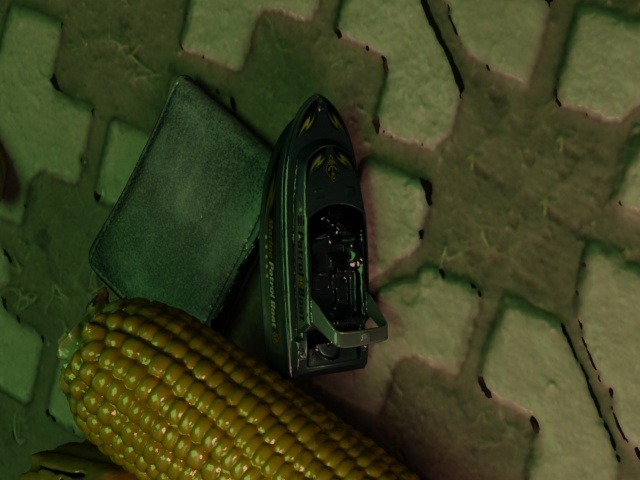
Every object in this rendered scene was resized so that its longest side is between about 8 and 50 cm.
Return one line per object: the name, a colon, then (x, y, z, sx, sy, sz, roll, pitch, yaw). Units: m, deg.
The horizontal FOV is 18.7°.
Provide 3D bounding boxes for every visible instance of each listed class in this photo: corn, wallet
corn: (-0.051, 0.179, 1.574, 0.387, 0.144, 0.144, 35, 115, 15)
wallet: (-0.118, -0.016, 1.766, 0.167, 0.036, 0.222, 41, 116, 31)

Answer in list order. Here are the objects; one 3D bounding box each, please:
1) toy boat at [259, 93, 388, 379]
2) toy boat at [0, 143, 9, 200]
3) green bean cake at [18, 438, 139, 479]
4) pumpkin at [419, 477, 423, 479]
toy boat: (0.000, 0.000, 1.629, 0.103, 0.093, 0.246, 3, 96, 46)
toy boat: (-0.364, -0.097, 1.943, 0.172, 0.066, 0.065, 54, 126, 24)
green bean cake: (-0.158, 0.288, 1.699, 0.131, 0.224, 0.229, 1, 96, 36)
pumpkin: (0.051, 0.228, 1.631, 0.074, 0.054, 0.083, 27, 93, 26)
